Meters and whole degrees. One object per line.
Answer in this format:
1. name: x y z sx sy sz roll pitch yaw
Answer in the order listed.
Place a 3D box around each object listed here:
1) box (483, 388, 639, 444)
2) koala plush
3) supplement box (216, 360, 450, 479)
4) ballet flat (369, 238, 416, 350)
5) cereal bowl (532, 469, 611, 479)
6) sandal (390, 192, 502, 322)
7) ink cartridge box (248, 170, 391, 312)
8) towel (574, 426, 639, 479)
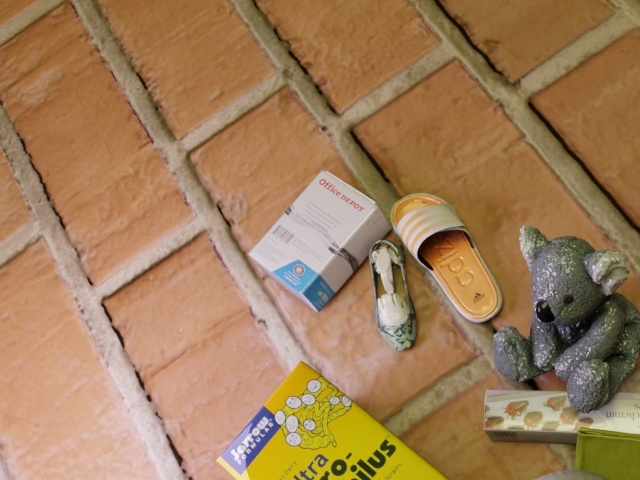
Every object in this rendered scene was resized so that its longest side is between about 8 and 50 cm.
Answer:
1. box: 0.395 0.253 1.645 0.324 0.067 0.063 -2 65 20
2. koala plush: 0.354 0.083 1.628 0.203 0.221 0.196 -38 37 -28
3. supplement box: 0.063 0.368 1.632 0.356 0.195 0.194 36 81 31
4. ballet flat: 0.108 0.082 1.835 0.070 0.070 0.188 -17 60 12
5. cereal bowl: 0.254 0.424 1.456 0.141 0.339 0.339 35 80 36
6. sandal: 0.199 0.010 1.829 0.102 0.076 0.265 -36 57 1
7. ink cartridge box: 0.000 0.000 1.899 0.191 0.082 0.139 -48 53 -9
8. towel: 0.466 0.320 1.575 0.237 0.021 0.102 6 102 19
